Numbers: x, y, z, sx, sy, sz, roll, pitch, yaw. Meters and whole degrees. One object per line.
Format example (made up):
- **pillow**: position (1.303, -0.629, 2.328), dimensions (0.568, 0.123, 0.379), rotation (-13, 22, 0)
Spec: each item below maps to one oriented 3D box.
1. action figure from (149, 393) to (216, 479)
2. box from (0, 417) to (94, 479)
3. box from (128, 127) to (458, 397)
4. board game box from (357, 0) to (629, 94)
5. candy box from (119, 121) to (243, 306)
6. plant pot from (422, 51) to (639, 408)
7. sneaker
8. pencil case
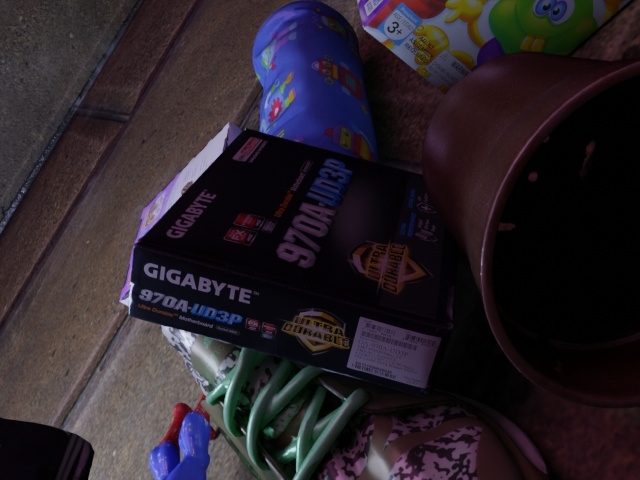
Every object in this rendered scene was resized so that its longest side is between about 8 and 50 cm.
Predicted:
- **action figure**: position (-0.091, 0.233, 0.605), dimensions (0.091, 0.139, 0.280), rotation (-47, 7, 25)
- **box**: position (-0.305, 0.380, 0.297), dimensions (0.472, 0.297, 0.480), rotation (-92, 15, -62)
- **box**: position (0.000, 0.000, 0.517), dimensions (0.220, 0.175, 0.051), rotation (-65, -11, -63)
- **board game box**: position (0.168, -0.249, 0.597), dimensions (0.275, 0.144, 0.142), rotation (-43, 32, 28)
- **candy box**: position (-0.147, -0.019, 0.952), dimensions (0.196, 0.070, 0.165), rotation (-38, 33, 34)
- **plant pot**: position (0.136, -0.026, 0.423), dimensions (0.167, 0.167, 0.165), rotation (-52, 20, 10)
- **sneaker**: position (-0.025, 0.104, 0.507), dimensions (0.158, 0.182, 0.410), rotation (-57, 29, 1)
- **pencil case**: position (-0.012, -0.112, 0.776), dimensions (0.133, 0.119, 0.306), rotation (-49, 28, 34)
